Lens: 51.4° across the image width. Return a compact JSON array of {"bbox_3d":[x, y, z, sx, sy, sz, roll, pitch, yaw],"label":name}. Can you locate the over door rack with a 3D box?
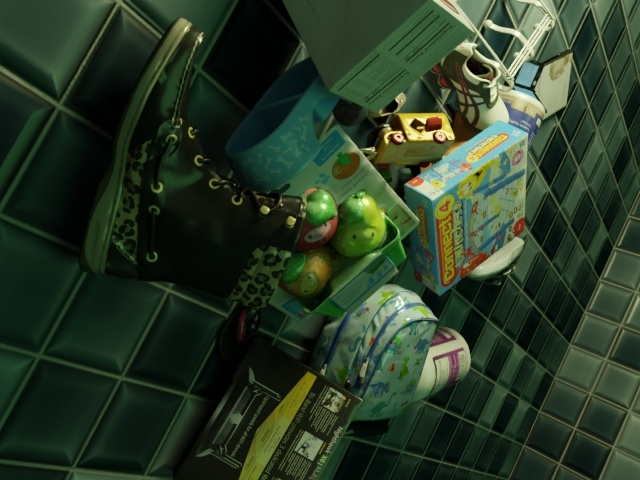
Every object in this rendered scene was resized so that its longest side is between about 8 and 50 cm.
[{"bbox_3d":[0.414,-0.551,1.575,0.324,0.108,0.239,47,69,-35],"label":"over door rack"}]

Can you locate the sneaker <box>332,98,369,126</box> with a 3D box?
[{"bbox_3d":[0.102,-0.373,1.260,0.131,0.112,0.318,-9,116,-45],"label":"sneaker"}]

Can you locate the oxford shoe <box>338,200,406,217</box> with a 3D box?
[{"bbox_3d":[0.108,-0.042,1.450,0.271,0.097,0.098,0,113,-51],"label":"oxford shoe"}]

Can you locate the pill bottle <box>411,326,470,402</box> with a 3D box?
[{"bbox_3d":[0.254,0.329,1.748,0.302,0.169,0.169,-4,110,-50],"label":"pill bottle"}]

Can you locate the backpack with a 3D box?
[{"bbox_3d":[0.111,0.262,1.505,0.290,0.273,0.355,17,82,-46],"label":"backpack"}]

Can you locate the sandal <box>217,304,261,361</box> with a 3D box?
[{"bbox_3d":[-0.140,0.153,1.284,0.179,0.040,0.067,-60,142,-11],"label":"sandal"}]

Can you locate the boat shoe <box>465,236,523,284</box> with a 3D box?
[{"bbox_3d":[0.522,0.079,1.987,0.335,0.121,0.119,-19,117,-47],"label":"boat shoe"}]

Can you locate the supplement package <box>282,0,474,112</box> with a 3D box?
[{"bbox_3d":[0.075,-0.377,1.049,0.204,0.261,0.145,-37,155,28],"label":"supplement package"}]

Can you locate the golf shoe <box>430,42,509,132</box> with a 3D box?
[{"bbox_3d":[0.364,-0.343,1.525,0.273,0.120,0.105,39,71,-29],"label":"golf shoe"}]

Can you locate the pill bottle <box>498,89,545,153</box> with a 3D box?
[{"bbox_3d":[0.465,-0.245,1.732,0.153,0.153,0.264,25,87,-53],"label":"pill bottle"}]

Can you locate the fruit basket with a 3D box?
[{"bbox_3d":[0.000,0.000,1.215,0.327,0.165,0.353,-42,145,5],"label":"fruit basket"}]

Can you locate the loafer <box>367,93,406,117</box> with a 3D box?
[{"bbox_3d":[0.148,-0.285,1.419,0.125,0.039,0.045,-29,128,-39],"label":"loafer"}]

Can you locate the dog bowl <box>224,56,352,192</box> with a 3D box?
[{"bbox_3d":[-0.051,-0.202,1.101,0.074,0.166,0.297,51,53,-30],"label":"dog bowl"}]

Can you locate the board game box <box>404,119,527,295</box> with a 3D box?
[{"bbox_3d":[0.344,-0.072,1.544,0.302,0.086,0.308,-35,137,-20],"label":"board game box"}]

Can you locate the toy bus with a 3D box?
[{"bbox_3d":[0.181,-0.223,1.436,0.202,0.191,0.104,34,36,-55],"label":"toy bus"}]

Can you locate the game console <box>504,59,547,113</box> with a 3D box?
[{"bbox_3d":[0.582,-0.428,1.825,0.144,0.085,0.124,0,117,-45],"label":"game console"}]

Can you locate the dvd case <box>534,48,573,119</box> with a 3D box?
[{"bbox_3d":[0.689,-0.459,2.007,0.253,0.022,0.180,-31,129,-38],"label":"dvd case"}]

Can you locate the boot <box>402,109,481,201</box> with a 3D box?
[{"bbox_3d":[0.294,-0.208,1.604,0.220,0.109,0.283,2,98,-34],"label":"boot"}]

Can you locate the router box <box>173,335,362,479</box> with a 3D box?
[{"bbox_3d":[-0.101,0.379,1.295,0.243,0.081,0.308,33,78,-7],"label":"router box"}]

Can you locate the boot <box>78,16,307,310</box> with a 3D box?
[{"bbox_3d":[-0.156,-0.090,0.951,0.284,0.138,0.377,20,96,-13],"label":"boot"}]
